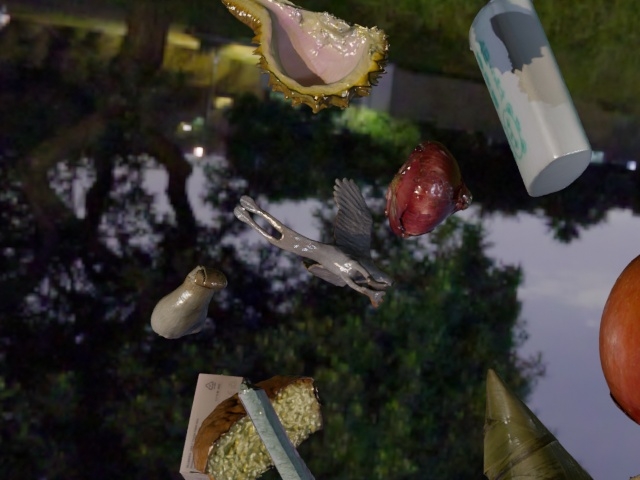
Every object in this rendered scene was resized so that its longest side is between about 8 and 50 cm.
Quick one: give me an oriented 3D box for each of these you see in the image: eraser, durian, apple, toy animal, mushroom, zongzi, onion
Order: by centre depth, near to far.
[{"bbox_3d":[0.436,0.101,1.087,0.272,0.206,0.251,-10,-172,-31],"label":"apple"},{"bbox_3d":[-0.025,-0.229,1.197,0.224,0.140,0.078,34,168,14],"label":"durian"},{"bbox_3d":[0.327,0.324,1.372,0.251,0.274,0.125,20,142,-41],"label":"zongzi"},{"bbox_3d":[0.333,-0.234,1.583,0.104,0.290,0.189,-15,164,-8],"label":"eraser"},{"bbox_3d":[0.196,-0.083,1.766,0.147,0.184,0.184,22,-172,0],"label":"onion"},{"bbox_3d":[0.016,0.013,2.024,0.284,0.225,0.302,9,-154,-50],"label":"toy animal"},{"bbox_3d":[-0.275,0.125,2.024,0.116,0.225,0.093,-2,-131,-30],"label":"mushroom"}]

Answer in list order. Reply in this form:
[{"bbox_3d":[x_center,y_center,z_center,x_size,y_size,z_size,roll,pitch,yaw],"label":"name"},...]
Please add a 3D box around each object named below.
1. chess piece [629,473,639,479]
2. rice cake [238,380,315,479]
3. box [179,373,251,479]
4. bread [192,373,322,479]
[{"bbox_3d":[0.616,0.403,1.694,0.172,0.060,0.060,-34,163,33],"label":"chess piece"},{"bbox_3d":[-0.055,0.255,1.254,0.033,0.208,0.033,-13,-147,18],"label":"rice cake"},{"bbox_3d":[-0.191,0.405,1.967,0.106,0.203,0.252,3,151,8],"label":"box"},{"bbox_3d":[-0.127,0.332,1.749,0.260,0.129,0.134,-31,-155,-28],"label":"bread"}]
